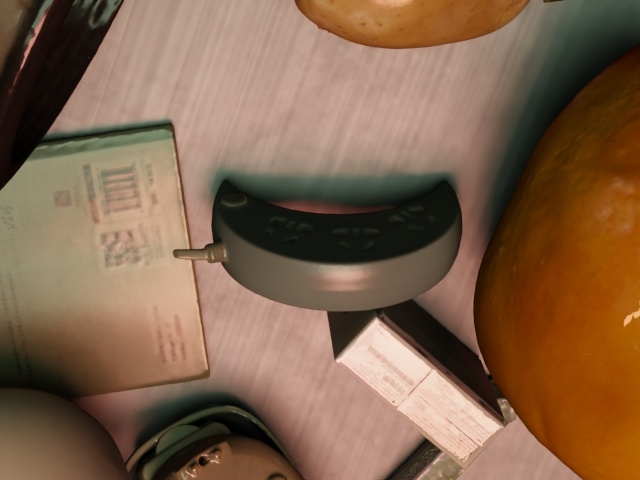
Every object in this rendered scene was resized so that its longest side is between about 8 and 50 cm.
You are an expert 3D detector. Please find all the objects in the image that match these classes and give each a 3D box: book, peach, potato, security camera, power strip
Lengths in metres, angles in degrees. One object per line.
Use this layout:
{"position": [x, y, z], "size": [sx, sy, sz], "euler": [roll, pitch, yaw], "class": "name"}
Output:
{"position": [-0.236, 0.030, 1.238], "size": [0.283, 0.025, 0.215], "euler": [-6, 106, -1], "class": "book"}
{"position": [0.252, 0.025, 1.110], "size": [0.289, 0.289, 0.308], "euler": [24, 123, -9], "class": "peach"}
{"position": [0.069, -0.196, 1.137], "size": [0.178, 0.109, 0.118], "euler": [-4, 85, -8], "class": "potato"}
{"position": [-0.254, 0.211, 1.195], "size": [0.236, 0.194, 0.194], "euler": [-29, 106, 15], "class": "security camera"}
{"position": [0.000, 0.000, 1.182], "size": [0.216, 0.137, 0.044], "euler": [-1, 122, -4], "class": "power strip"}

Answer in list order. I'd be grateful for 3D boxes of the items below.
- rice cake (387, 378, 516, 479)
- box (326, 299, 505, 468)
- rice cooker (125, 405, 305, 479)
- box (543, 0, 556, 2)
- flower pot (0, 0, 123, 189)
{"position": [0.079, 0.190, 1.291], "size": [0.034, 0.043, 0.211], "euler": [38, 103, -18], "class": "rice cake"}
{"position": [0.070, 0.091, 1.214], "size": [0.130, 0.129, 0.051], "euler": [41, 100, -13], "class": "box"}
{"position": [-0.063, 0.232, 1.237], "size": [0.145, 0.127, 0.206], "euler": [-30, 96, -18], "class": "rice cooker"}
{"position": [0.197, -0.268, 1.116], "size": [0.121, 0.030, 0.193], "euler": [-10, 90, -16], "class": "box"}
{"position": [-0.286, -0.223, 1.025], "size": [0.330, 0.293, 0.293], "euler": [26, 104, -5], "class": "flower pot"}
